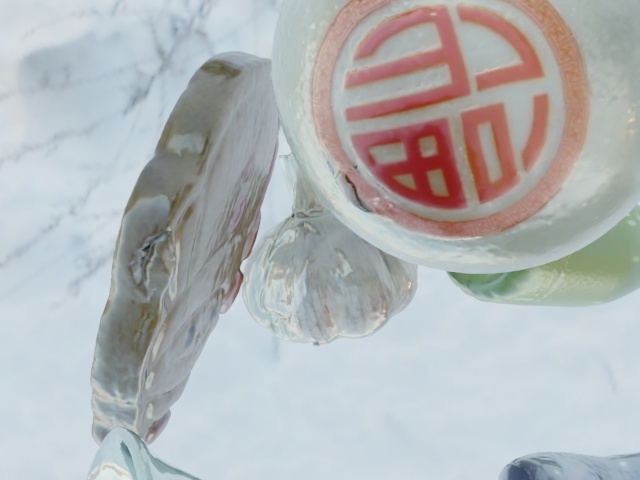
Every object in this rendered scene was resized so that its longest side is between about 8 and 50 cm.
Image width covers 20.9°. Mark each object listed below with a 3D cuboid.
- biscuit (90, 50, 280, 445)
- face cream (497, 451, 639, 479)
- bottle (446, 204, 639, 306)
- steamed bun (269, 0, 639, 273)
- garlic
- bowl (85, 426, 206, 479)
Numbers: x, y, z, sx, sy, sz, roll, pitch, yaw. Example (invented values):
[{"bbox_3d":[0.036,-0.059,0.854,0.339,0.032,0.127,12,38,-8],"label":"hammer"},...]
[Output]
[{"bbox_3d":[-0.117,0.014,1.545,0.074,0.359,0.381,18,106,10],"label":"biscuit"},{"bbox_3d":[0.298,0.202,1.220,0.420,0.235,0.137,-7,115,-11],"label":"face cream"},{"bbox_3d":[0.222,0.003,1.508,0.260,0.112,0.112,4,158,-45],"label":"bottle"},{"bbox_3d":[0.097,-0.106,1.133,0.283,0.177,0.283,6,112,14],"label":"steamed bun"},{"bbox_3d":[0.000,0.000,1.966,0.218,0.218,0.212,-5,111,25],"label":"garlic"},{"bbox_3d":[-0.039,0.328,0.968,0.196,0.435,0.435,7,145,-14],"label":"bowl"}]
